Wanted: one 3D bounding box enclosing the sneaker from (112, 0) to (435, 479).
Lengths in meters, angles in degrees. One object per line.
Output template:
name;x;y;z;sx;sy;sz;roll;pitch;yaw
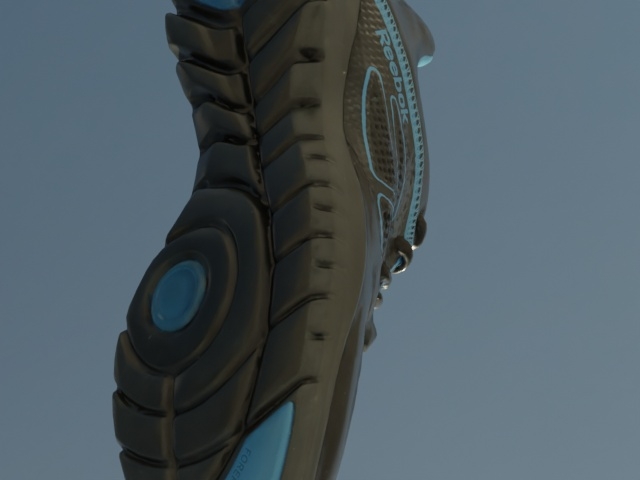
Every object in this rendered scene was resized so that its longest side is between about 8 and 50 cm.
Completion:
sneaker;0.000;0.000;0.889;0.140;0.125;0.340;34;-127;-42
